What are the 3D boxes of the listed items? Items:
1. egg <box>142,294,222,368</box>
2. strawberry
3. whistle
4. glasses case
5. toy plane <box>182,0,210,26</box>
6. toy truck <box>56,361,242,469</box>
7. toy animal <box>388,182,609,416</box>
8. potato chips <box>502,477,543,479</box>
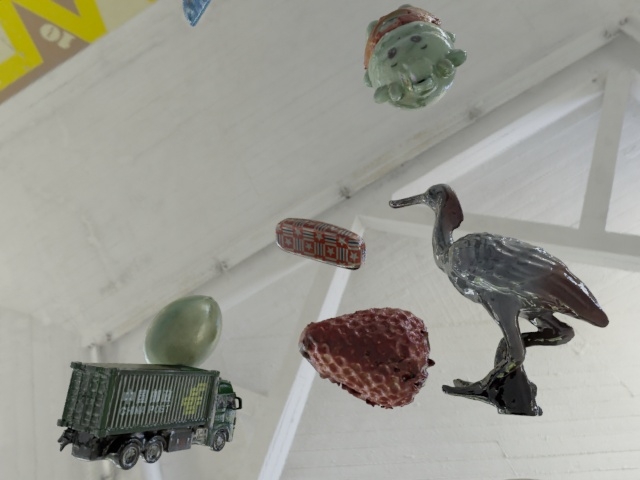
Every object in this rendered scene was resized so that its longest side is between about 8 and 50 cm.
[{"bbox_3d":[-0.228,0.157,0.823,0.114,0.114,0.152,17,-125,31],"label":"egg"},{"bbox_3d":[0.078,0.215,0.933,0.245,0.205,0.205,14,-117,-15],"label":"strawberry"},{"bbox_3d":[0.104,-0.219,0.582,0.102,0.105,0.253,3,-148,0],"label":"whistle"},{"bbox_3d":[0.000,0.000,0.911,0.195,0.073,0.049,15,-152,32],"label":"glasses case"},{"bbox_3d":[-0.109,-0.294,0.321,0.254,0.271,0.105,7,-149,44],"label":"toy plane"},{"bbox_3d":[-0.218,0.234,0.675,0.088,0.259,0.121,0,-104,28],"label":"toy truck"},{"bbox_3d":[0.186,0.035,0.562,0.195,0.091,0.323,-37,-124,37],"label":"toy animal"},{"bbox_3d":[0.146,0.256,0.397,0.208,0.195,0.061,-18,-88,-8],"label":"potato chips"}]
